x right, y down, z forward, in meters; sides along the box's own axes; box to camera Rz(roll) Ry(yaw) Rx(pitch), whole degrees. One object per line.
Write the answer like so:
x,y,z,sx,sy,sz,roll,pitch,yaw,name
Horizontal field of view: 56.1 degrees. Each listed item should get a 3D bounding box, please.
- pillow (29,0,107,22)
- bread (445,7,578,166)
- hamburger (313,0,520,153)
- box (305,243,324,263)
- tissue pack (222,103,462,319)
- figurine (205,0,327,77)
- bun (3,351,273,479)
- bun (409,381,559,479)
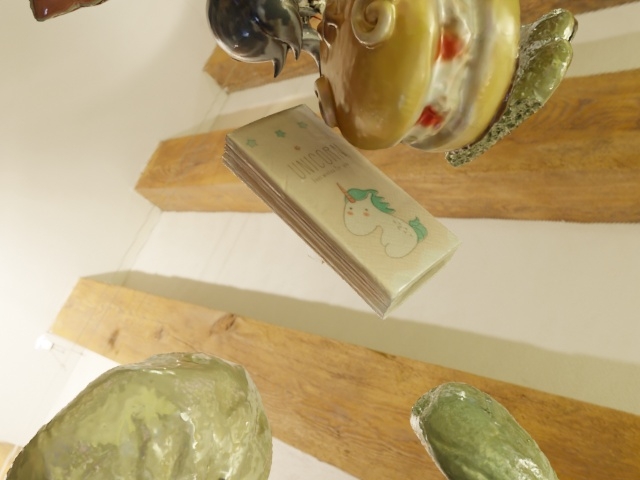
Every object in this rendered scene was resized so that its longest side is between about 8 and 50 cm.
-0.386,-0.445,0.914,0.171,0.179,0.075,-19,-174,-3,pillow
0.269,-0.226,0.863,0.208,0.056,0.286,-64,-173,-22,bread
0.094,-0.257,0.721,0.261,0.186,0.303,159,-67,-72,hamburger
0.000,0.000,1.189,0.041,0.207,0.050,32,-101,9,box
0.028,-0.054,0.846,0.170,0.325,0.071,-34,160,-38,tissue pack
-0.074,-0.381,1.013,0.175,0.265,0.197,32,-77,31,figurine
-0.126,0.199,0.464,0.133,0.231,0.231,34,-95,33,bun
0.213,0.267,0.763,0.108,0.221,0.221,-44,-142,5,bun
